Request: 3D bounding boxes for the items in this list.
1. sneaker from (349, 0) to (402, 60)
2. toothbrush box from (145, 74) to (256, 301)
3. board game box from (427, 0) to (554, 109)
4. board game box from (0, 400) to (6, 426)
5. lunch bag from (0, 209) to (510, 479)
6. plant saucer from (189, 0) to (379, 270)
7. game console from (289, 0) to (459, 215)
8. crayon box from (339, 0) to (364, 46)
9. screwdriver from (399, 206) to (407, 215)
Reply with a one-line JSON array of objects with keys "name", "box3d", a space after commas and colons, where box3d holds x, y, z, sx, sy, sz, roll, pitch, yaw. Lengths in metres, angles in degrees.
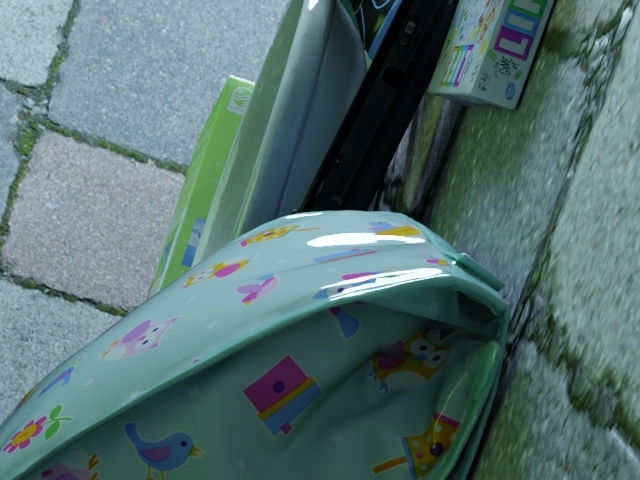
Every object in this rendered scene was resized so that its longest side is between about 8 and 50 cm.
[{"name": "sneaker", "box3d": [0.036, -0.198, 1.344, 0.232, 0.090, 0.081, -84, 19, -58]}, {"name": "toothbrush box", "box3d": [-0.085, 0.019, 1.735, 0.206, 0.122, 0.283, 135, 152, -76]}, {"name": "board game box", "box3d": [0.099, -0.126, 1.047, 0.154, 0.026, 0.103, -140, 69, -83]}, {"name": "board game box", "box3d": [-0.180, 0.237, 1.017, 0.319, 0.066, 0.318, -134, 29, -81]}, {"name": "lunch bag", "box3d": [-0.029, 0.089, 0.901, 0.262, 0.160, 0.223, -36, 8, 1]}, {"name": "plant saucer", "box3d": [-0.031, -0.002, 1.434, 0.400, 0.100, 0.400, -161, 90, -84]}, {"name": "game console", "box3d": [0.000, 0.000, 1.165, 0.361, 0.044, 0.213, -63, -4, -9]}, {"name": "crayon box", "box3d": [0.059, -0.316, 1.671, 0.323, 0.083, 0.203, 133, 155, -73]}, {"name": "screwdriver", "box3d": [0.022, 0.051, 1.237, 0.170, 0.024, 0.025, -60, 40, 26]}]
